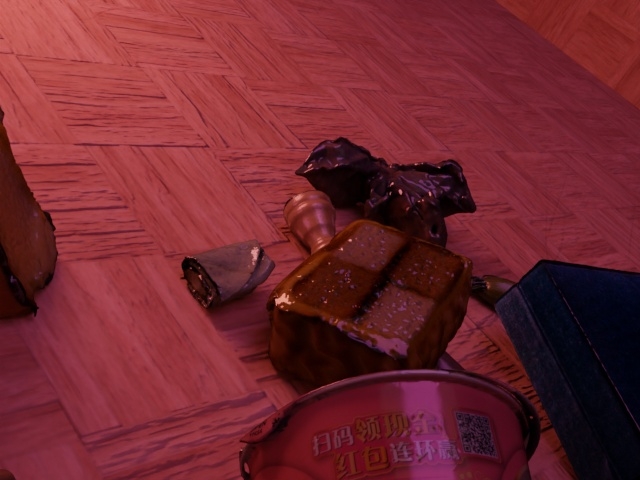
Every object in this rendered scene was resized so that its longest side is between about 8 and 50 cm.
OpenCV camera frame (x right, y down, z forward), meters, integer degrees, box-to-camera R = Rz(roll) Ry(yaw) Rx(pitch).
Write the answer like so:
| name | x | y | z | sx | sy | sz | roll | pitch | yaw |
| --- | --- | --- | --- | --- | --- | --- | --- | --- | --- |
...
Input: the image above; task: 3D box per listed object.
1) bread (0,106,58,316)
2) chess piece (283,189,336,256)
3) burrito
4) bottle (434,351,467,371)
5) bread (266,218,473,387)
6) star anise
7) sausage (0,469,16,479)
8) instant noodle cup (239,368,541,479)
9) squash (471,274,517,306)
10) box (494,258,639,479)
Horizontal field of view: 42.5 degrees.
| name | x | y | z | sx | sy | sz | roll | pitch | yaw |
| --- | --- | --- | --- | --- | --- | --- | --- | --- | --- |
| bread | -0.291 | -0.024 | 0.732 | 0.160 | 0.169 | 0.140 | 35 | 24 | -24 |
| chess piece | 0.000 | 0.000 | 1.034 | 0.066 | 0.066 | 0.122 | 9 | 42 | -33 |
| burrito | -0.094 | 0.034 | 0.905 | 0.074 | 0.044 | 0.118 | 42 | 33 | 25 |
| bottle | 0.138 | 0.157 | 0.920 | 0.140 | 0.053 | 0.053 | 43 | 32 | 22 |
| bread | 0.055 | 0.069 | 0.880 | 0.181 | 0.096 | 0.222 | 25 | 38 | 19 |
| star anise | 0.106 | -0.080 | 1.203 | 0.257 | 0.111 | 0.198 | 25 | 29 | 3 |
| sausage | -0.263 | 0.181 | 0.546 | 0.024 | 0.024 | 0.132 | 44 | 32 | 22 |
| instant noodle cup | 0.067 | 0.252 | 0.559 | 0.243 | 0.244 | 0.255 | 17 | 39 | -22 |
| squash | 0.289 | 0.094 | 1.165 | 0.183 | 0.052 | 0.052 | 29 | 29 | 4 |
| box | 0.388 | 0.172 | 1.030 | 0.261 | 0.116 | 0.279 | 7 | 48 | -34 |
